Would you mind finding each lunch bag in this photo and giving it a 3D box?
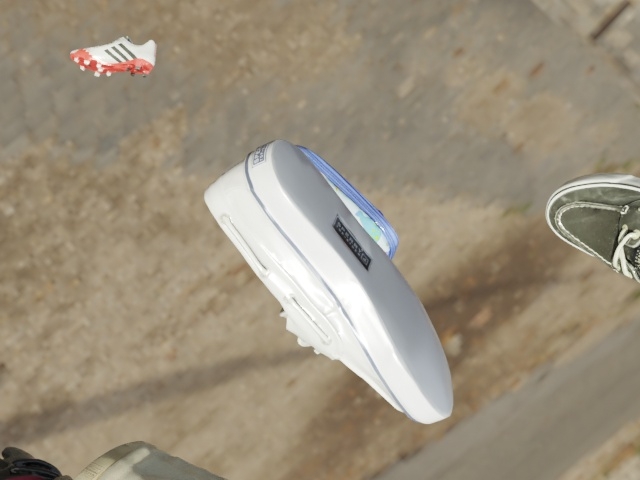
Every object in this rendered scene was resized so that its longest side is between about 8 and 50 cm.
[{"bbox_3d":[0.000,0.000,1.776,0.090,0.176,0.219,-42,167,-19],"label":"lunch bag"}]

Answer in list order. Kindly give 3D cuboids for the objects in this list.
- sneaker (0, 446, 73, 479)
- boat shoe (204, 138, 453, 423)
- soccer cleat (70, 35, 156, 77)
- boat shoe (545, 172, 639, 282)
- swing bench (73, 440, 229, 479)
[{"bbox_3d":[-0.378,0.351,2.048,0.202,0.483,0.185,-71,154,-51],"label":"sneaker"},{"bbox_3d":[0.008,0.042,1.201,0.084,0.258,0.095,-29,-169,27],"label":"boat shoe"},{"bbox_3d":[-0.185,-0.168,1.394,0.029,0.083,0.035,54,47,-59],"label":"soccer cleat"},{"bbox_3d":[0.278,-0.001,1.287,0.070,0.219,0.077,-31,128,-47],"label":"boat shoe"},{"bbox_3d":[-0.133,0.354,1.466,0.165,0.253,0.254,-13,115,-56],"label":"swing bench"}]
